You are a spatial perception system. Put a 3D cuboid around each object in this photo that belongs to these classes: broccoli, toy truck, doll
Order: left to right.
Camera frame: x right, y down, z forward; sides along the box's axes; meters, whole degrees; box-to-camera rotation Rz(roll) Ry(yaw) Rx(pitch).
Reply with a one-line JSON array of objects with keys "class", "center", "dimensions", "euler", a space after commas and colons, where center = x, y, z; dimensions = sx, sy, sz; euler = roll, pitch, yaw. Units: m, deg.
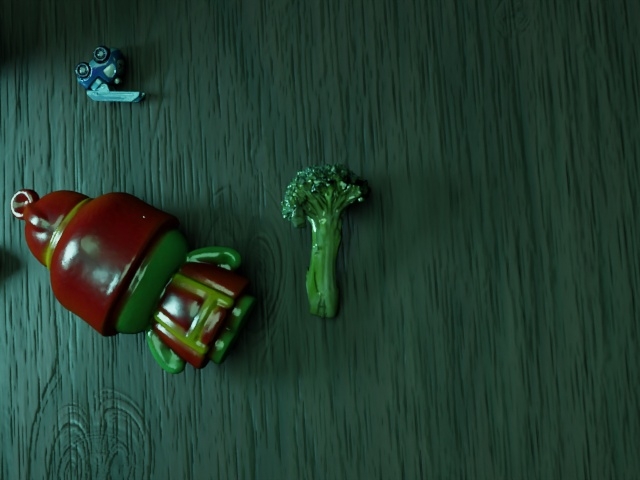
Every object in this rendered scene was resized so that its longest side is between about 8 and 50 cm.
[{"class": "toy truck", "center": [-0.291, -0.223, 1.553], "dimensions": [0.073, 0.056, 0.090], "euler": [-41, 90, 9]}, {"class": "doll", "center": [-0.261, 0.033, 1.458], "dimensions": [0.363, 0.160, 0.183], "euler": [30, 98, 14]}, {"class": "broccoli", "center": [0.002, 0.000, 1.439], "dimensions": [0.118, 0.122, 0.204], "euler": [0, 99, -9]}]
